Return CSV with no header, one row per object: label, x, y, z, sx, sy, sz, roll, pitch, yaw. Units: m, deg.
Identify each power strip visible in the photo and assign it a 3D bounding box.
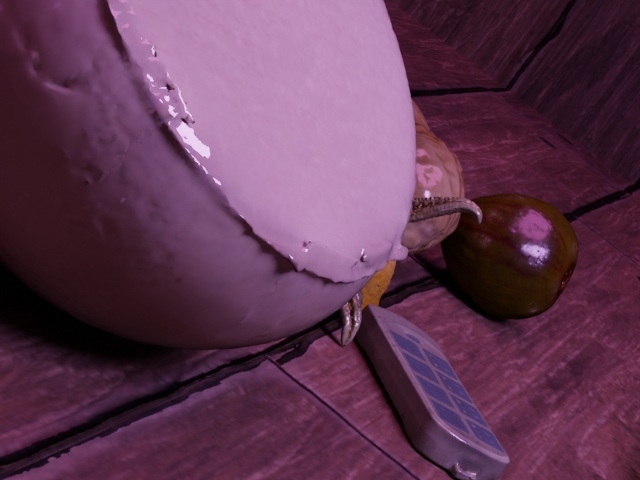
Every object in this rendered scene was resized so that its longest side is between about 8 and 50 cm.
power strip,0.081,0.112,1.417,0.080,0.029,0.227,28,16,-27

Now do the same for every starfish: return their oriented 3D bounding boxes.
starfish,0.016,-0.022,1.458,0.224,0.216,0.050,3,-24,2

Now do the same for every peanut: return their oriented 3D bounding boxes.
peanut,0.063,-0.069,1.764,0.130,0.130,0.290,29,16,-24

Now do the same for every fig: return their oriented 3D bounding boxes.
fig,0.142,-0.011,1.813,0.236,0.124,0.124,30,10,28

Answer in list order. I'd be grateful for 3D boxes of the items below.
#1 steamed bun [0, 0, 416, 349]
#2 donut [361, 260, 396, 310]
steamed bun,-0.116,-0.102,1.160,0.374,0.241,0.374,42,38,-44
donut,0.000,0.000,1.541,0.152,0.058,0.152,32,13,-8
